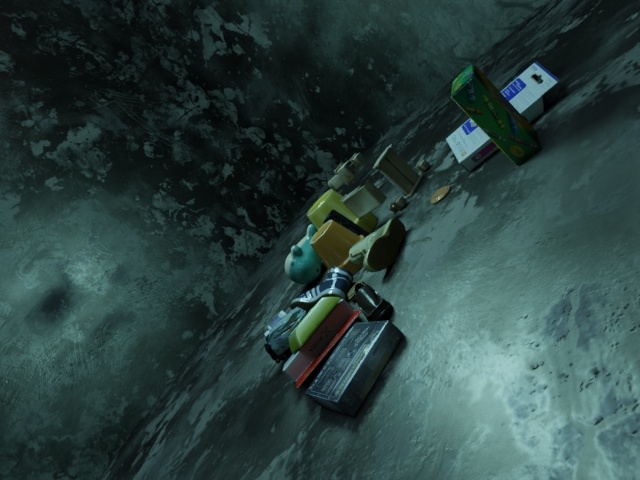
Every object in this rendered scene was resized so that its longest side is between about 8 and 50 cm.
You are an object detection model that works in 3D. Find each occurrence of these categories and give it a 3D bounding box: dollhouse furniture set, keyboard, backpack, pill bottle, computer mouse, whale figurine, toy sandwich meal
[{"bbox_3d":[0.237,-0.277,1.885,0.355,0.303,0.174,-54,12,-32],"label":"dollhouse furniture set"},{"bbox_3d":[0.101,-0.038,1.860,0.100,0.192,0.038,-57,0,9],"label":"keyboard"},{"bbox_3d":[-0.106,0.322,1.585,0.182,0.115,0.152,-41,10,15],"label":"backpack"},{"bbox_3d":[-0.172,0.351,1.841,0.120,0.067,0.067,-49,11,-10],"label":"pill bottle"},{"bbox_3d":[0.685,-0.499,1.616,0.272,0.072,0.188,-56,10,20],"label":"computer mouse"},{"bbox_3d":[-0.047,0.069,2.037,0.141,0.216,0.271,20,83,35],"label":"whale figurine"},{"bbox_3d":[0.122,0.166,1.502,0.085,0.029,0.085,-49,0,0],"label":"toy sandwich meal"}]

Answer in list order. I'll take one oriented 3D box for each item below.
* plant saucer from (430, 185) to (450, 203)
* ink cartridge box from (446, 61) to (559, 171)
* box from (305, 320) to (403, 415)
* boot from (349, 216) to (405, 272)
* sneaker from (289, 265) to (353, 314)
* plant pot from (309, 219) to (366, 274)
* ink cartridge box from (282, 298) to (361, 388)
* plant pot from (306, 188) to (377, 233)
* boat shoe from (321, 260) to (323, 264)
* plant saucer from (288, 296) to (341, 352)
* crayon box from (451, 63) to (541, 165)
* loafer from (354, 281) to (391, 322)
[{"bbox_3d":[0.414,-0.160,1.568,0.083,0.013,0.083,-45,11,11],"label":"plant saucer"},{"bbox_3d":[0.596,-0.405,1.490,0.371,0.069,0.175,-43,30,28],"label":"ink cartridge box"},{"bbox_3d":[0.081,0.303,1.104,0.231,0.056,0.183,-52,13,-25],"label":"box"},{"bbox_3d":[0.171,0.045,1.554,0.203,0.095,0.262,-35,15,45],"label":"boot"},{"bbox_3d":[0.009,0.186,1.652,0.282,0.099,0.153,-25,29,46],"label":"sneaker"},{"bbox_3d":[0.069,0.026,1.758,0.205,0.188,0.205,-45,11,11],"label":"plant pot"},{"bbox_3d":[-0.002,0.290,1.315,0.275,0.060,0.239,-49,-4,-9],"label":"ink cartridge box"},{"bbox_3d":[0.080,-0.090,1.991,0.254,0.239,0.254,-44,12,12],"label":"plant pot"},{"bbox_3d":[0.000,0.000,2.266,0.123,0.123,0.342,-35,16,46],"label":"boat shoe"},{"bbox_3d":[-0.030,0.246,1.361,0.188,0.045,0.188,-48,-4,-22],"label":"plant saucer"},{"bbox_3d":[0.493,-0.358,1.279,0.081,0.278,0.165,-41,13,34],"label":"crayon box"},{"bbox_3d":[0.133,0.174,1.292,0.080,0.078,0.220,-48,11,-1],"label":"loafer"}]
